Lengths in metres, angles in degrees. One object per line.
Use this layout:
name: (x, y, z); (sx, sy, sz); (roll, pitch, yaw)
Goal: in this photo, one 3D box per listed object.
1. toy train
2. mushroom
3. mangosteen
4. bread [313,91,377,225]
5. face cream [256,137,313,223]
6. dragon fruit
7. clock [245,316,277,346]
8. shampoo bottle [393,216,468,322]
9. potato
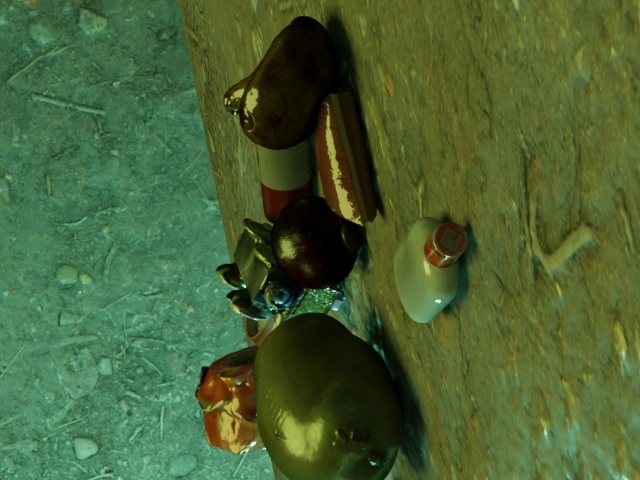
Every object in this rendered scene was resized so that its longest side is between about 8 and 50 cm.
toy train: (-0.076, 0.066, 2.250); (0.134, 0.177, 0.261); (-59, 25, 15)
mushroom: (-0.040, -0.223, 1.855); (0.138, 0.194, 0.231); (43, -162, -7)
mangosteen: (0.000, 0.000, 1.978); (0.152, 0.152, 0.152); (168, 90, -80)
bread: (0.031, -0.111, 1.835); (0.119, 0.067, 0.192); (155, 103, -80)
face cream: (-0.063, -0.135, 2.242); (0.096, 0.096, 0.214); (-114, 15, -49)
dragon fruit: (-0.119, 0.305, 2.560); (0.290, 0.291, 0.189); (-152, 54, -77)
clock: (-0.087, 0.098, 2.551); (0.244, 0.056, 0.244); (-162, 90, -74)
shampoo bottle: (0.131, 0.028, 1.501); (0.221, 0.051, 0.108); (113, 146, -73)
potato: (0.010, 0.263, 1.954); (0.326, 0.221, 0.243); (-118, 28, -47)
